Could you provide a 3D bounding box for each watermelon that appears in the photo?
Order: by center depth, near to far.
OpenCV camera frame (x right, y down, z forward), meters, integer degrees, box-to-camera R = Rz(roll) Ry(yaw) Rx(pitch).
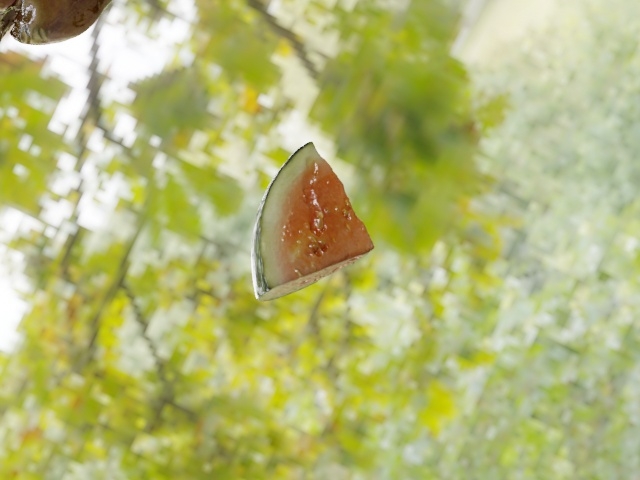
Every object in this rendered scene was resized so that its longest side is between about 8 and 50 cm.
[{"bbox_3d":[0.000,0.000,1.550,0.135,0.094,0.125,55,-138,-65],"label":"watermelon"}]

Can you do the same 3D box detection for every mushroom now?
[{"bbox_3d":[-0.223,-0.205,1.484,0.171,0.135,0.080,-59,-2,16],"label":"mushroom"}]
